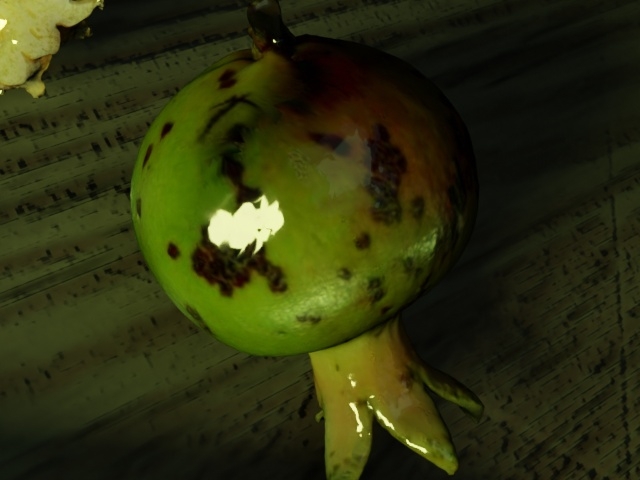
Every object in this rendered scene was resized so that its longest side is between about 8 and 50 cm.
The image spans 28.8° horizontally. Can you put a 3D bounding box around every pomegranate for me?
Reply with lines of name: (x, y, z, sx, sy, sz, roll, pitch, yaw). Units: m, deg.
pomegranate: (0.008, 0.008, 0.557, 0.156, 0.156, 0.220, -29, 89, -37)

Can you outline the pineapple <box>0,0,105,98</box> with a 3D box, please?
pineapple: (-0.172, -0.148, 0.547, 0.176, 0.137, 0.161, 39, 97, -16)
